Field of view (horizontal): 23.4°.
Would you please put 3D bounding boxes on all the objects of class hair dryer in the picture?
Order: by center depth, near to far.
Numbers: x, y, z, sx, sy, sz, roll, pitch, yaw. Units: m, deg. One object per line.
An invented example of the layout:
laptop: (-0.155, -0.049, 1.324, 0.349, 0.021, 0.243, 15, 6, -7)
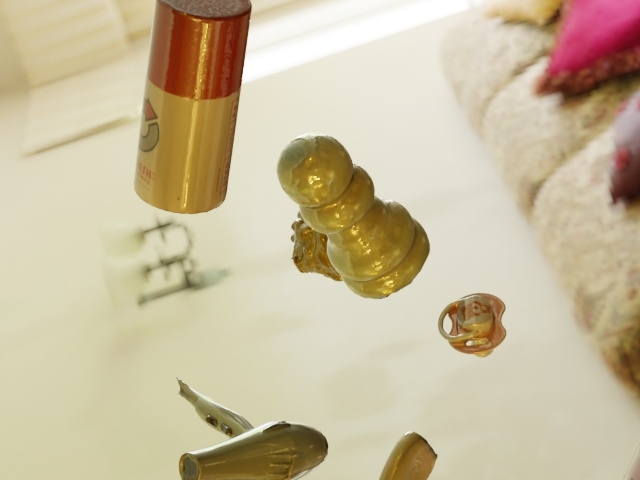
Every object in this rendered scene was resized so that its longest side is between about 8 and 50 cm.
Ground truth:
hair dryer: (-0.149, 0.266, 2.076, 0.229, 0.267, 0.092, -15, -60, -60)

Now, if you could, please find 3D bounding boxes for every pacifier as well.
pacifier: (0.184, 0.109, 1.842, 0.099, 0.081, 0.078, -84, -20, -46)

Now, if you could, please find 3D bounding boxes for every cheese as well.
cheese: (0.100, 0.370, 2.234, 0.037, 0.192, 0.097, 21, 157, 36)

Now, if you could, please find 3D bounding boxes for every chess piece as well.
chess piece: (0.030, -0.042, 1.987, 0.243, 0.133, 0.133, 48, -163, -40)

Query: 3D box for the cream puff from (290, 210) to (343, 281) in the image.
cream puff: (0.000, 0.000, 2.450, 0.146, 0.116, 0.146, -9, -90, -68)

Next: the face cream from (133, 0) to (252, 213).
face cream: (-0.126, -0.140, 1.514, 0.096, 0.095, 0.214, -106, 22, -55)

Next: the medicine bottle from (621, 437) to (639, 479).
medicine bottle: (0.481, 0.330, 1.838, 0.256, 0.256, 0.325, -103, 32, -75)
